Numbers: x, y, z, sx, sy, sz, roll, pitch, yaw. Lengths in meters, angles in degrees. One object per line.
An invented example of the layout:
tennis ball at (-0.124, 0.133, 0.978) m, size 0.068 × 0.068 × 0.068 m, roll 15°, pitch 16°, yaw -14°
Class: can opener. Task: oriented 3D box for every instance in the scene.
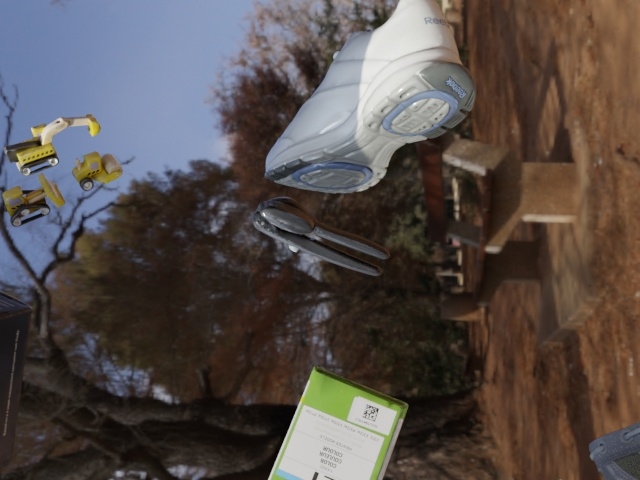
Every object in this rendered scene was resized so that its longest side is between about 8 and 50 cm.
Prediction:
can opener at (0.000, 0.000, 0.888) m, size 0.059 × 0.186 × 0.073 m, roll -58°, pitch 16°, yaw 22°

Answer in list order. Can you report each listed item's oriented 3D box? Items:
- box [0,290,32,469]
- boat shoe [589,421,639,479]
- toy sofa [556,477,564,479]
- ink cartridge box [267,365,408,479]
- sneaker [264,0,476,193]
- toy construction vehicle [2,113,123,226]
box at (-0.332, 0.121, 0.506) m, size 0.207 × 0.108 × 0.153 m, roll -17°, pitch -56°, yaw -66°
boat shoe at (0.384, 0.141, 0.607) m, size 0.118 × 0.320 × 0.103 m, roll 21°, pitch -148°, yaw -40°
toy sofa at (0.187, 0.379, 0.592) m, size 0.177 × 0.150 × 0.363 m, roll -51°, pitch -16°, yaw -46°
ink cartridge box at (-0.006, 0.272, 0.681) m, size 0.189 × 0.096 × 0.255 m, roll 82°, pitch -150°, yaw -69°
sneaker at (0.040, -0.139, 0.736) m, size 0.110 × 0.297 × 0.130 m, roll 12°, pitch -117°, yaw -36°
toy construction vehicle at (-0.223, -0.065, 0.585) m, size 0.086 × 0.098 × 0.035 m, roll 52°, pitch 158°, yaw 39°
